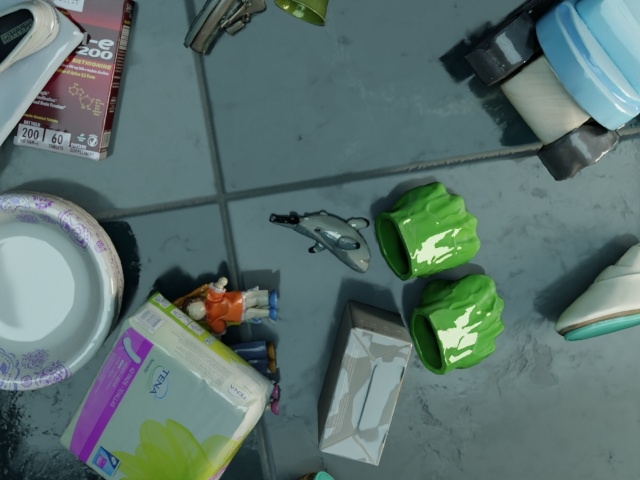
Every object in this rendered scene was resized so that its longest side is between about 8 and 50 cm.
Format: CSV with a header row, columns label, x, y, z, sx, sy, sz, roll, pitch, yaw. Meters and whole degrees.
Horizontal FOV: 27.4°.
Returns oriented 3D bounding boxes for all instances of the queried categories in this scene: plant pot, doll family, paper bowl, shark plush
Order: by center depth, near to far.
label,x,y,z,sx,sy,sz,roll,pitch,yaw
plant pot,-0.014,-0.367,1.904,0.083,0.083,0.079,26,83,-3
paper bowl,-0.430,0.067,1.914,0.284,0.148,0.284,0,97,0
shark plush,0.000,0.000,1.958,0.161,0.073,0.067,13,127,-7
doll family,-0.150,0.155,1.959,0.163,0.118,0.263,-3,115,-6

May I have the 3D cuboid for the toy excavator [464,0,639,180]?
label,x,y,z,sx,sy,sz,roll,pitch,yaw
toy excavator,0.475,-0.329,1.815,0.445,0.433,0.222,-33,97,32

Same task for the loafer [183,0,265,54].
label,x,y,z,sx,sy,sz,roll,pitch,yaw
loafer,-0.095,-0.373,1.892,0.084,0.096,0.267,34,94,-10

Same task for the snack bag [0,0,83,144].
label,x,y,z,sx,sy,sz,roll,pitch,yaw
snack bag,-0.542,-0.286,1.888,0.342,0.037,0.323,40,102,4

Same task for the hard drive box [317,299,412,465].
label,x,y,z,sx,sy,sz,roll,pitch,yaw
hard drive box,0.059,0.198,1.891,0.089,0.232,0.181,15,97,-3

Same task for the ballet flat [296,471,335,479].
label,x,y,z,sx,sy,sz,roll,pitch,yaw
ballet flat,0.058,0.505,2.000,0.124,0.116,0.342,-41,96,25

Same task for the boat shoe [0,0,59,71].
label,x,y,z,sx,sy,sz,roll,pitch,yaw
boat shoe,-0.484,-0.257,1.819,0.258,0.084,0.095,-35,90,13

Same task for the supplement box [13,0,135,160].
label,x,y,z,sx,sy,sz,roll,pitch,yaw
supplement box,-0.359,-0.246,1.913,0.130,0.073,0.239,11,96,0

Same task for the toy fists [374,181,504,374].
label,x,y,z,sx,sy,sz,roll,pitch,yaw
toy fists,0.181,0.054,1.927,0.142,0.096,0.279,-23,96,-28

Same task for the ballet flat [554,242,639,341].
label,x,y,z,sx,sy,sz,roll,pitch,yaw
ballet flat,0.530,0.054,1.942,0.400,0.139,0.139,-10,97,-3

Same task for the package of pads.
label,x,y,z,sx,sy,sz,roll,pitch,yaw
package of pads,-0.222,0.254,1.891,0.229,0.101,0.296,36,124,7
